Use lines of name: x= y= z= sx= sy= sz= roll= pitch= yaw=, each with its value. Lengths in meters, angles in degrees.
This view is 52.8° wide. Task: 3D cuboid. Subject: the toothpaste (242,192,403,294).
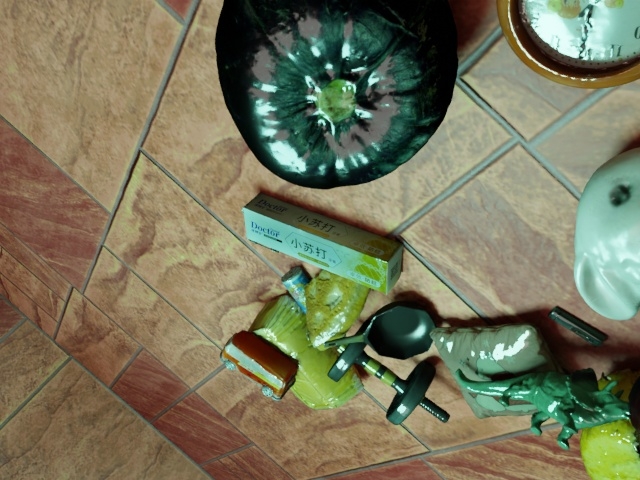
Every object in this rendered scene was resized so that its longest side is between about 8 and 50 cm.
toothpaste: x=0.000 y=0.000 z=1.198 sx=0.312 sy=0.071 sz=0.089 roll=21 pitch=137 yaw=25

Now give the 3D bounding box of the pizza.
pizza: x=0.020 y=0.121 z=1.272 sx=0.062 sy=0.182 sz=0.161 roll=18 pitch=-173 yaw=-44

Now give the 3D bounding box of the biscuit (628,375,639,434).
biscuit: x=0.564 y=0.291 z=0.766 sx=0.407 sy=0.407 sz=0.091 roll=28 pitch=101 yaw=15

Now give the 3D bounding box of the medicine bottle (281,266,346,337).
medicine bottle: x=-0.013 y=0.141 z=1.374 sx=0.051 sy=0.051 sz=0.191 roll=-10 pitch=123 yaw=47

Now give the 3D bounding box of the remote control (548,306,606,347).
remote control: x=0.406 y=0.139 z=1.027 sx=0.091 sy=0.016 sz=0.034 roll=32 pitch=148 yaw=11

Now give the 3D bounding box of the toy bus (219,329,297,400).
toy bus: x=-0.134 y=0.263 z=1.398 sx=0.174 sy=0.079 sz=0.077 roll=33 pitch=134 yaw=12

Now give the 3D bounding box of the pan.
pan: x=0.116 y=0.157 z=1.217 sx=0.201 sy=0.048 sz=0.129 roll=12 pitch=120 yaw=-10

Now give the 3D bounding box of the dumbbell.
dumbbell: x=0.123 y=0.266 z=1.307 sx=0.325 sy=0.143 sz=0.143 roll=35 pitch=144 yaw=6

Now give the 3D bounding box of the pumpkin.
pumpkin: x=0.017 y=-0.226 z=0.798 sx=0.314 sy=0.239 sz=0.315 roll=6 pitch=131 yaw=7

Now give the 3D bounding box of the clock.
clock: x=0.287 y=-0.255 z=0.677 sx=0.205 sy=0.051 sz=0.205 roll=23 pitch=141 yaw=20

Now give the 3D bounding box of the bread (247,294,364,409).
bread: x=-0.036 y=0.261 z=1.465 sx=0.288 sy=0.119 sz=0.152 roll=50 pitch=146 yaw=-12

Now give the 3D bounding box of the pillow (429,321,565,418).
pillow: x=0.326 y=0.235 z=1.141 sx=0.236 sy=0.084 sz=0.223 roll=-17 pitch=116 yaw=48

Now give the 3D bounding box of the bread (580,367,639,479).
bread: x=0.497 y=0.329 z=1.033 sx=0.147 sy=0.160 sz=0.261 roll=-2 pitch=129 yaw=48

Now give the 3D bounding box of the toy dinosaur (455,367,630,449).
toy dinosaur: x=0.341 y=0.257 z=1.008 sx=0.291 sy=0.120 sz=0.079 roll=-15 pitch=133 yaw=41

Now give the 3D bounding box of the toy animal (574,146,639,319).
toy animal: x=0.452 y=0.056 z=0.774 sx=0.357 sy=0.194 sz=0.258 roll=44 pitch=156 yaw=15
